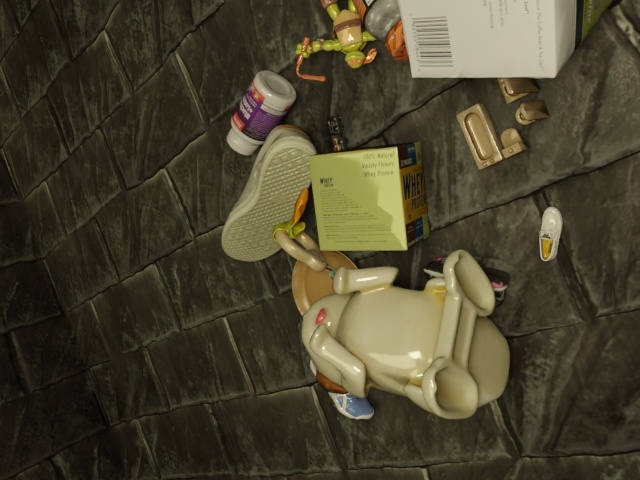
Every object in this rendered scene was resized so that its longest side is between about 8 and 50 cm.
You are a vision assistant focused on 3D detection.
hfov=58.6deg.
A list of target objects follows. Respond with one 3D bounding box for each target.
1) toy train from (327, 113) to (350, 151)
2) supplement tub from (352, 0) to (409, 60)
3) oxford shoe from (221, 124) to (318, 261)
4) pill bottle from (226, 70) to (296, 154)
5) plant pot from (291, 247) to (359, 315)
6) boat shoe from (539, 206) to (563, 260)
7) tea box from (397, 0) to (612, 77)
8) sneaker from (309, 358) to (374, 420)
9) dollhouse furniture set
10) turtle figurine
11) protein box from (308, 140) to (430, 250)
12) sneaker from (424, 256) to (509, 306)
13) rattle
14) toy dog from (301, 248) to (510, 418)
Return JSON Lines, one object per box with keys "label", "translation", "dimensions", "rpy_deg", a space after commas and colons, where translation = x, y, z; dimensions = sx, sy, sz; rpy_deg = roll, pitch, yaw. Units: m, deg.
{"label": "toy train", "translation": [0.046, -0.205, 1.285], "dimensions": [0.036, 0.027, 0.158], "rpy_deg": [-13, 94, 43]}
{"label": "supplement tub", "translation": [0.131, -0.498, 1.016], "dimensions": [0.194, 0.194, 0.315], "rpy_deg": [-29, 83, 41]}
{"label": "oxford shoe", "translation": [-0.124, -0.105, 1.400], "dimensions": [0.449, 0.169, 0.130], "rpy_deg": [122, 155, -43]}
{"label": "pill bottle", "translation": [-0.149, -0.299, 1.365], "dimensions": [0.108, 0.108, 0.193], "rpy_deg": [53, 129, 15]}
{"label": "plant pot", "translation": [0.028, 0.126, 1.395], "dimensions": [0.236, 0.032, 0.236], "rpy_deg": [13, 112, 36]}
{"label": "boat shoe", "translation": [0.413, -0.010, 1.030], "dimensions": [0.035, 0.035, 0.100], "rpy_deg": [14, 112, 37]}
{"label": "tea box", "translation": [0.261, -0.441, 0.778], "dimensions": [0.220, 0.323, 0.328], "rpy_deg": [13, 134, 37]}
{"label": "sneaker", "translation": [0.056, 0.351, 1.405], "dimensions": [0.211, 0.080, 0.081], "rpy_deg": [47, 130, 18]}
{"label": "dollhouse furniture set", "translation": [0.302, -0.213, 1.004], "dimensions": [0.151, 0.123, 0.144], "rpy_deg": [-24, 87, 42]}
{"label": "turtle figurine", "translation": [0.068, -0.445, 1.159], "dimensions": [0.270, 0.087, 0.217], "rpy_deg": [-10, 93, 19]}
{"label": "protein box", "translation": [0.104, -0.091, 1.180], "dimensions": [0.200, 0.136, 0.201], "rpy_deg": [-1, 102, 31]}
{"label": "sneaker", "translation": [0.287, 0.091, 1.146], "dimensions": [0.178, 0.072, 0.077], "rpy_deg": [18, 124, 41]}
{"label": "rattle", "translation": [0.000, 0.000, 1.310], "dimensions": [0.200, 0.130, 0.142], "rpy_deg": [41, 92, 11]}
{"label": "toy dog", "translation": [0.144, 0.191, 1.148], "dimensions": [0.408, 0.395, 0.284], "rpy_deg": [-3, 70, 40]}
